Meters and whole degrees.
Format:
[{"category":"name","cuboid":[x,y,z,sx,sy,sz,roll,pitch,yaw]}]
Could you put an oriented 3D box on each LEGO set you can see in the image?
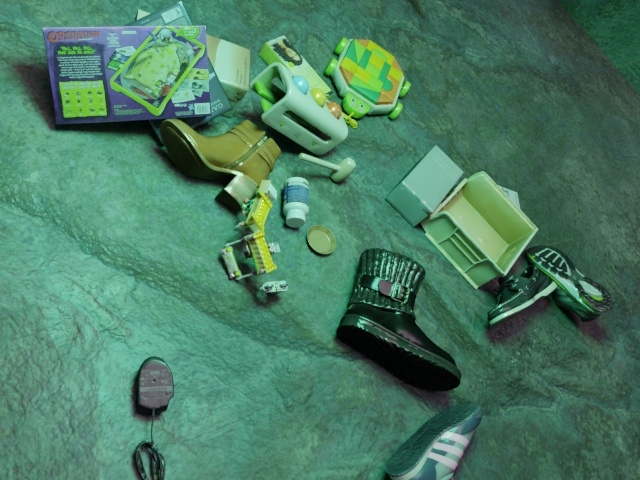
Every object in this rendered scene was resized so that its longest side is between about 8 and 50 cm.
[{"category":"LEGO set","cuboid":[-0.162,-0.009,1.469,0.132,0.107,0.286,21,56,-58]}]

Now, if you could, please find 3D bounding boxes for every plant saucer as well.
[{"category":"plant saucer","cuboid":[0.000,0.000,1.621,0.084,0.015,0.083,15,57,-24]}]

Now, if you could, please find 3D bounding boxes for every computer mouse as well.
[{"category":"computer mouse","cuboid":[-0.320,0.343,1.209,0.071,0.041,0.242,5,67,-20]}]

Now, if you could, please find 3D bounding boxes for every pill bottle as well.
[{"category":"pill bottle","cuboid":[-0.062,-0.095,1.606,0.067,0.067,0.120,15,56,-24]}]

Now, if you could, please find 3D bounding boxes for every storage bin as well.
[{"category":"storage bin","cuboid":[0.466,-0.039,1.863,0.260,0.123,0.262,48,50,1]}]

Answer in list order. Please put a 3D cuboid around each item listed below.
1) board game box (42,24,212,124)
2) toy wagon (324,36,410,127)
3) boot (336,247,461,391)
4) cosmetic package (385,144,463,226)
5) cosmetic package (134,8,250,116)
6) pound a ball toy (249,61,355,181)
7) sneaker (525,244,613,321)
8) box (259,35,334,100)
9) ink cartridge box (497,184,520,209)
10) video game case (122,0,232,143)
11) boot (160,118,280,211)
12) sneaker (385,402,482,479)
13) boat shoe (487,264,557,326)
[{"category":"board game box","cuboid":[-0.427,-0.377,1.430,0.347,0.208,0.056,-7,22,-18]},{"category":"toy wagon","cuboid":[0.142,-0.485,1.965,0.267,0.068,0.344,31,51,-12]},{"category":"boot","cuboid":[0.221,0.190,1.568,0.348,0.131,0.260,33,50,-10]},{"category":"cosmetic package","cuboid":[0.307,-0.162,1.855,0.127,0.107,0.238,46,52,0]},{"category":"cosmetic package","cuboid":[-0.339,-0.443,1.602,0.296,0.129,0.153,12,59,-25]},{"category":"pound a ball toy","cuboid":[-0.017,-0.307,1.652,0.319,0.136,0.208,23,39,-53]},{"category":"sneaker","cuboid":[0.742,0.136,1.944,0.111,0.121,0.300,-23,57,-28]},{"category":"box","cuboid":[-0.070,-0.484,1.841,0.232,0.058,0.087,49,49,2]},{"category":"ink cartridge box","cuboid":[0.577,-0.125,2.029,0.123,0.052,0.088,17,55,-24]},{"category":"video game case","cuboid":[-0.353,-0.394,1.494,0.196,0.026,0.274,-30,114,-12]},{"category":"boot","cuboid":[-0.231,-0.235,1.538,0.283,0.109,0.220,42,55,-16]},{"category":"sneaker","cuboid":[0.278,0.495,1.455,0.319,0.112,0.131,-27,96,-37]},{"category":"boat shoe","cuboid":[0.558,0.145,1.808,0.340,0.127,0.113,-21,74,-40]}]
